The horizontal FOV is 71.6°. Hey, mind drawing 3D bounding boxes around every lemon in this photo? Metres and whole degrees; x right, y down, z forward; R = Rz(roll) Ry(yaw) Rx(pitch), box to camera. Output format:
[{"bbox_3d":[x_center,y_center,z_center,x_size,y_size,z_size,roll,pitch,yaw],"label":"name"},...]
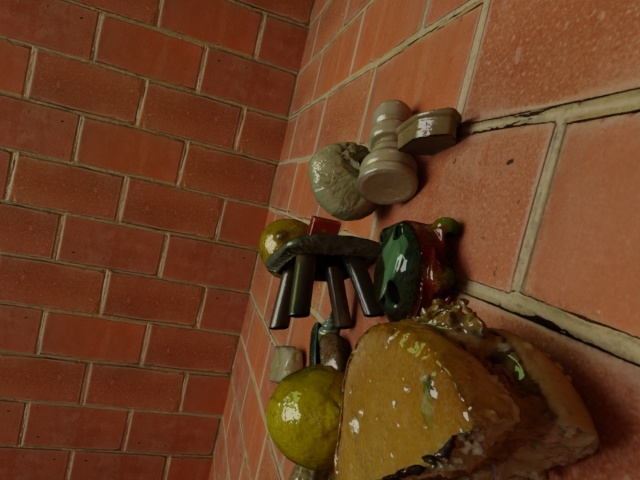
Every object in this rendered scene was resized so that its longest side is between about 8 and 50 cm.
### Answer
[{"bbox_3d":[-0.008,0.465,1.175,0.321,0.269,0.267,123,153,-62],"label":"lemon"},{"bbox_3d":[-0.133,0.034,1.859,0.310,0.258,0.257,81,-167,-67],"label":"lemon"}]

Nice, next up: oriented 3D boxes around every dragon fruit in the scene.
[{"bbox_3d":[0.205,0.070,1.004,0.268,0.130,0.294,-105,30,-65],"label":"dragon fruit"}]

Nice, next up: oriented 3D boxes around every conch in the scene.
[{"bbox_3d":[0.021,0.313,1.523,0.088,0.065,0.180,-114,33,-61],"label":"conch"}]

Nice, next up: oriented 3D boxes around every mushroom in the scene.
[{"bbox_3d":[0.048,0.365,1.381,0.094,0.072,0.209,-32,43,30],"label":"mushroom"}]

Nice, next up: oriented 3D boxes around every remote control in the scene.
[{"bbox_3d":[-0.016,0.405,1.618,0.072,0.042,0.221,123,154,-49],"label":"remote control"}]

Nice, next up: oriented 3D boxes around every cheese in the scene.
[{"bbox_3d":[-0.142,0.523,1.862,0.263,0.093,0.158,150,126,-66],"label":"cheese"}]

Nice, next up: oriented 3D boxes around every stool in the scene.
[{"bbox_3d":[0.013,0.133,1.300,0.310,0.311,0.225,137,133,-63],"label":"stool"}]

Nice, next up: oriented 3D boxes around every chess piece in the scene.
[{"bbox_3d":[0.192,-0.265,1.231,0.167,0.167,0.299,130,151,-58],"label":"chess piece"}]

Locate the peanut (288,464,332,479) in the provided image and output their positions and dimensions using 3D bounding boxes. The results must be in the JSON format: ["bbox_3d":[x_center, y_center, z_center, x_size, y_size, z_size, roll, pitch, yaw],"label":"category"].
[{"bbox_3d":[-0.021,0.743,1.250,0.153,0.140,0.324,-42,31,33],"label":"peanut"}]

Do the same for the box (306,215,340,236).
[{"bbox_3d":[0.000,0.000,1.721,0.048,0.113,0.175,-133,57,-70],"label":"box"}]

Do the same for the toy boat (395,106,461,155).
[{"bbox_3d":[0.261,-0.254,1.051,0.188,0.116,0.061,165,111,-74],"label":"toy boat"}]

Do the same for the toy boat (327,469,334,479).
[{"bbox_3d":[0.080,0.715,1.038,0.392,0.080,0.136,-110,37,-62],"label":"toy boat"}]

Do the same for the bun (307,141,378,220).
[{"bbox_3d":[0.098,-0.186,1.329,0.152,0.260,0.259,-34,44,42],"label":"bun"}]

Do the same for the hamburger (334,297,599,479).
[{"bbox_3d":[0.184,0.245,0.694,0.445,0.269,0.286,116,157,-50],"label":"hamburger"}]
